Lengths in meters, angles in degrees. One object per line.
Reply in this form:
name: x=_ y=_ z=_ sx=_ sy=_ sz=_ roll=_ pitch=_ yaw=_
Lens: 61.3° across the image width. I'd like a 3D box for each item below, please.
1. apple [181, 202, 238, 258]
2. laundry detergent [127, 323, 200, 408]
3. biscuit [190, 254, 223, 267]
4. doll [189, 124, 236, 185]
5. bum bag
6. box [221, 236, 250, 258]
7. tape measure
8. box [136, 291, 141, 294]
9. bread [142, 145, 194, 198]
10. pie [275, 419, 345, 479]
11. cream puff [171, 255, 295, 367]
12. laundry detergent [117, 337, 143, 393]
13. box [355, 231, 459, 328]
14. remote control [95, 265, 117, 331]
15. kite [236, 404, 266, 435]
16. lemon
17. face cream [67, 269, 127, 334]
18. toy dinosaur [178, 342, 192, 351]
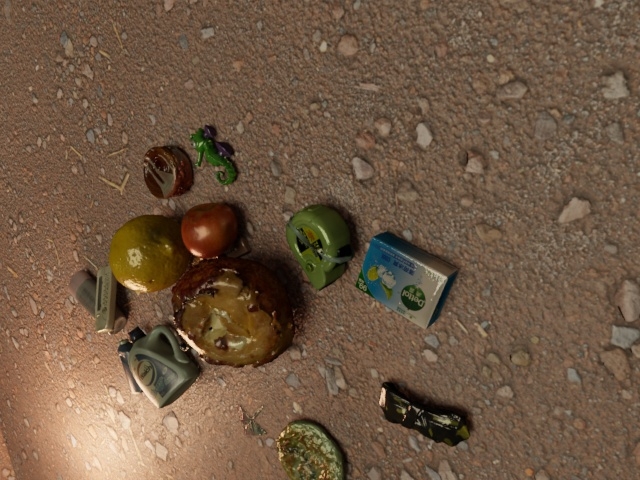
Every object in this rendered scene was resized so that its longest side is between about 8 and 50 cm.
apple: x=-0.304 y=-0.027 z=1.484 sx=0.163 sy=0.163 sz=0.139 roll=6 pitch=114 yaw=34
laundry detergent: x=-0.541 y=0.392 z=1.799 sx=0.215 sy=0.105 sz=0.280 roll=-46 pitch=71 yaw=21
biscuit: x=-0.312 y=0.107 z=1.591 sx=0.187 sy=0.027 sz=0.188 roll=18 pitch=123 yaw=30
doll: x=-0.298 y=-0.233 z=1.490 sx=0.190 sy=0.050 sz=0.115 roll=46 pitch=120 yaw=14
bum bag: x=0.242 y=0.417 z=1.276 sx=0.232 sy=0.060 sz=0.107 roll=18 pitch=121 yaw=33
box: x=-0.249 y=0.030 z=1.541 sx=0.115 sy=0.025 sz=0.048 roll=-25 pitch=86 yaw=38
tape measure: x=0.000 y=0.000 z=1.308 sx=0.200 sy=0.106 sz=0.175 roll=59 pitch=141 yaw=10
box: x=-0.615 y=0.137 z=1.837 sx=0.058 sy=0.015 sz=0.093 roll=49 pitch=125 yaw=13
bread: x=-0.450 y=-0.200 z=1.592 sx=0.160 sy=0.073 sz=0.161 roll=7 pitch=103 yaw=33
pie: x=-0.031 y=0.618 z=1.530 sx=0.240 sy=0.054 sz=0.241 roll=11 pitch=109 yaw=35
cream puff: x=-0.227 y=0.179 z=1.428 sx=0.350 sy=0.229 sz=0.351 roll=2 pitch=122 yaw=3
laundry detergent: x=-0.675 y=0.444 z=1.938 sx=0.096 sy=0.061 sz=0.206 roll=-21 pitch=89 yaw=46
box: x=0.190 y=0.085 z=1.213 sx=0.194 sy=0.073 sz=0.139 roll=29 pitch=118 yaw=26
remote control: x=-0.745 y=0.204 z=1.887 sx=0.090 sy=0.049 sz=0.230 roll=-19 pitch=67 yaw=37
kite: x=-0.214 y=0.552 z=1.673 sx=0.137 sy=0.005 sz=0.153 roll=36 pitch=120 yaw=22
lemon: x=-0.498 y=0.035 z=1.595 sx=0.253 sy=0.228 sz=0.228 roll=-34 pitch=82 yaw=33
face cream: x=-0.817 y=0.225 z=1.969 sx=0.269 sy=0.073 sz=0.107 roll=38 pitch=105 yaw=21
toy dinosaur: x=-0.368 y=0.263 z=1.652 sx=0.179 sy=0.087 sz=0.187 roll=-39 pitch=81 yaw=37
